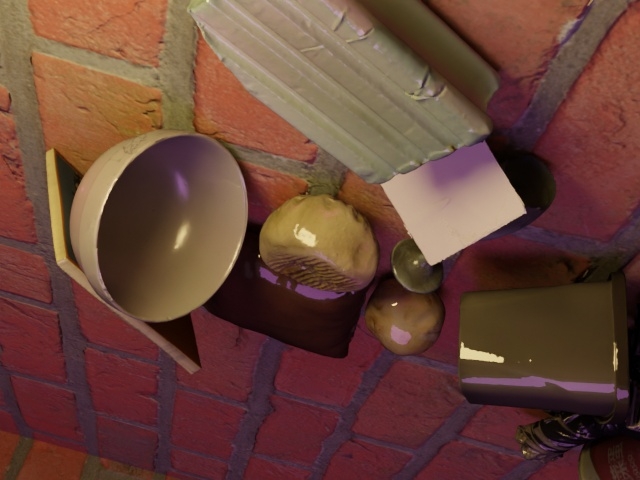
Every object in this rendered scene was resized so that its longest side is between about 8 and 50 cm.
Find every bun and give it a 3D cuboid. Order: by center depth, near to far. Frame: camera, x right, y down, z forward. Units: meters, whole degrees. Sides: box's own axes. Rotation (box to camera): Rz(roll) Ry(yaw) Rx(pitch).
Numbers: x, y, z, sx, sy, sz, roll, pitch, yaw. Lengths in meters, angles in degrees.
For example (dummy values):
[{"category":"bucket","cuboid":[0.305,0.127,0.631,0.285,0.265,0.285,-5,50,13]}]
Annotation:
[{"category":"bun","cuboid":[0.000,0.000,1.427,0.178,0.128,0.193,30,158,-24]}]

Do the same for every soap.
[{"category":"soap","cuboid":[0.022,-0.218,1.058,0.347,0.115,0.208,34,144,-29]}]

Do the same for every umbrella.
[{"category":"umbrella","cuboid":[0.553,0.360,1.835,0.113,0.106,0.358,21,143,-30]}]

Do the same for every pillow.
[{"category":"pillow","cuboid":[-0.071,0.097,1.634,0.305,0.108,0.308,19,147,3]}]

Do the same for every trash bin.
[{"category":"trash bin","cuboid":[0.353,0.172,1.431,0.250,0.220,0.219,-2,156,17]}]

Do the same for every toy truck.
[{"category":"toy truck","cuboid":[0.536,0.182,1.396,0.101,0.242,0.125,8,174,8]}]

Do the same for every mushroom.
[{"category":"mushroom","cuboid":[0.148,0.133,1.591,0.148,0.112,0.148,0,116,-1]}]

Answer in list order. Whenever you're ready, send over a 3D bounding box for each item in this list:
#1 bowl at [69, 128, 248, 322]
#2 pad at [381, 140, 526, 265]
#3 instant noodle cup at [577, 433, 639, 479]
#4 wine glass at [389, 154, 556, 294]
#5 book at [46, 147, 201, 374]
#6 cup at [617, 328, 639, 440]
[{"category":"bowl","cuboid":[-0.258,-0.032,1.356,0.144,0.287,0.287,17,157,38]},{"category":"pad","cuboid":[0.175,-0.064,1.258,0.156,0.004,0.232,59,146,4]},{"category":"instant noodle cup","cuboid":[0.666,0.464,1.825,0.235,0.235,0.178,21,139,-11]},{"category":"wine glass","cuboid":[0.292,-0.018,1.361,0.264,0.096,0.309,1,156,-26]},{"category":"book","cuboid":[-0.328,0.040,1.525,0.028,0.262,0.374,-29,137,10]},{"category":"cup","cuboid":[0.564,0.240,1.528,0.223,0.176,0.169,31,149,-27]}]
